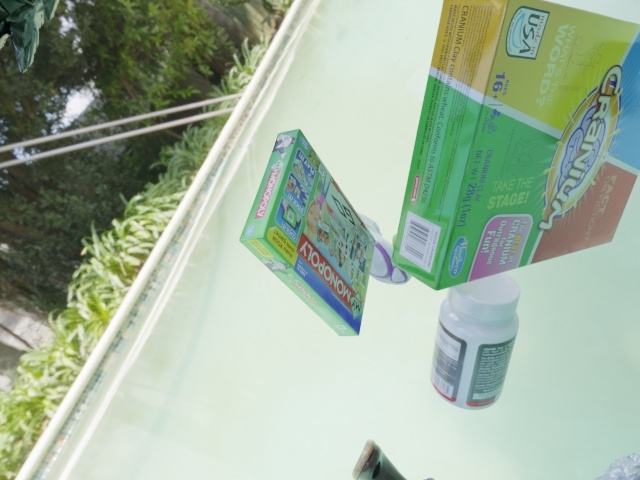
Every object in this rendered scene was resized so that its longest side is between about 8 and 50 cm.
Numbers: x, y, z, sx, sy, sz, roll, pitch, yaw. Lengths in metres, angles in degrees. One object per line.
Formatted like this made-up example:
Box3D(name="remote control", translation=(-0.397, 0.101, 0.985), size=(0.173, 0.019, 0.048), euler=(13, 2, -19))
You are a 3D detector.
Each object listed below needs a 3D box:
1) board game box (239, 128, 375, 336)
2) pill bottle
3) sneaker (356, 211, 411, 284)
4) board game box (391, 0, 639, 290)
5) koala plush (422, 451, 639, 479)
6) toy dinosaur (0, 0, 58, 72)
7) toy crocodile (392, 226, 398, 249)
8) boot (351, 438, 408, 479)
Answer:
Box3D(name="board game box", translation=(0.000, 0.000, 0.796), size=(0.046, 0.317, 0.213), euler=(-7, 52, 29))
Box3D(name="pill bottle", translation=(0.328, 0.206, 0.995), size=(0.161, 0.161, 0.283), euler=(-96, 5, -59))
Box3D(name="sneaker", translation=(0.142, -0.002, 1.285), size=(0.152, 0.305, 0.114), euler=(-25, -33, -45))
Box3D(name="board game box", translation=(0.228, -0.095, 0.470), size=(0.064, 0.317, 0.242), euler=(36, 127, 48))
Box3D(name="koala plush", translation=(0.183, 0.267, 0.341), size=(0.221, 0.203, 0.196), euler=(-45, 15, 18))
Box3D(name="toy dinosaur", translation=(-0.202, -0.222, 0.233), size=(0.322, 0.164, 0.218), euler=(-36, -4, -36))
Box3D(name="toy crocodile", translation=(0.212, -0.034, 0.886), size=(0.115, 0.105, 0.340), euler=(-23, 4, 31))
Box3D(name="boot", translation=(0.177, 0.520, 0.981), size=(0.207, 0.248, 0.090), euler=(19, 56, 25))
